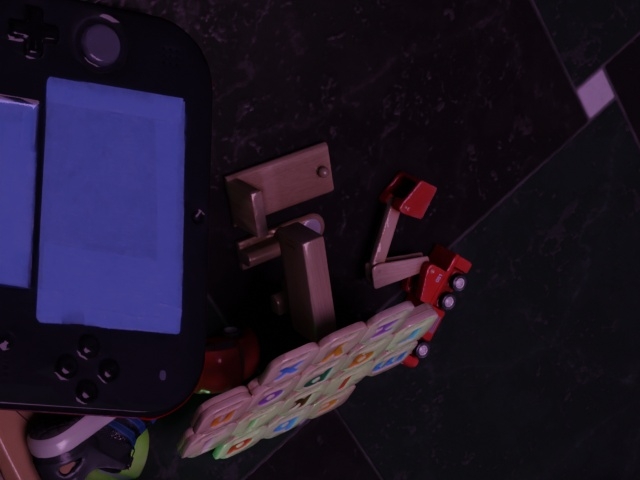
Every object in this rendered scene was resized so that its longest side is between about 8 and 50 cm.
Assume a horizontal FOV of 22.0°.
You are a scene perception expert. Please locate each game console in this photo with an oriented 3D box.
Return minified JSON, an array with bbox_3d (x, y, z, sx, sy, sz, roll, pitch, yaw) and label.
[{"bbox_3d":[-0.255,-0.037,1.488,0.342,0.060,0.386,9,75,-35],"label":"game console"}]

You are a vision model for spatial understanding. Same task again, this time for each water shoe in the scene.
[{"bbox_3d":[-0.203,0.180,1.579,0.203,0.073,0.080,-26,113,-49],"label":"water shoe"}]

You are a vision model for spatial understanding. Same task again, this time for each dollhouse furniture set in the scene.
[{"bbox_3d":[0.000,0.000,1.694,0.123,0.151,0.144,-21,118,-26],"label":"dollhouse furniture set"}]

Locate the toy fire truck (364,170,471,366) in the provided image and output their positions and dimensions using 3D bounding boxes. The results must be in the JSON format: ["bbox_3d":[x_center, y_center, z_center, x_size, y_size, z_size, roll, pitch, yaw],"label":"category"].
[{"bbox_3d":[0.095,0.034,1.829,0.135,0.047,0.192,29,90,-35],"label":"toy fire truck"}]

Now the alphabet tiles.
[{"bbox_3d":[-0.014,0.145,1.705,0.284,0.021,0.278,-22,161,-25],"label":"alphabet tiles"}]

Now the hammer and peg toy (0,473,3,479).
[{"bbox_3d":[-0.424,0.227,1.517,0.266,0.127,0.361,-37,120,-16],"label":"hammer and peg toy"}]

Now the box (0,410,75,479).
[{"bbox_3d":[-0.284,0.134,1.552,0.021,0.164,0.201,-16,109,20],"label":"box"}]

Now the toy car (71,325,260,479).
[{"bbox_3d":[-0.183,0.169,1.694,0.239,0.053,0.225,24,92,-35],"label":"toy car"}]
